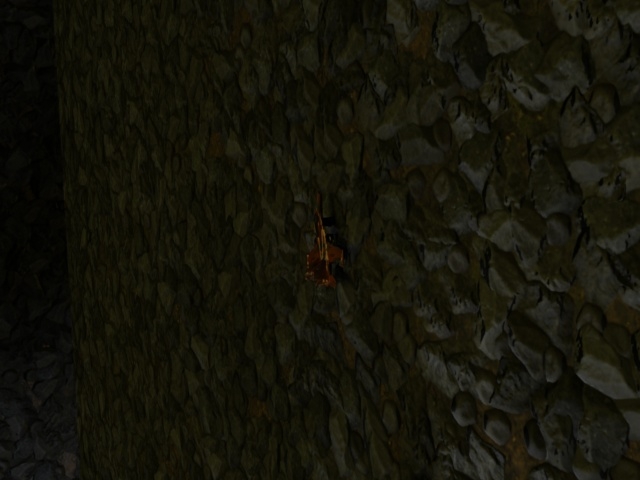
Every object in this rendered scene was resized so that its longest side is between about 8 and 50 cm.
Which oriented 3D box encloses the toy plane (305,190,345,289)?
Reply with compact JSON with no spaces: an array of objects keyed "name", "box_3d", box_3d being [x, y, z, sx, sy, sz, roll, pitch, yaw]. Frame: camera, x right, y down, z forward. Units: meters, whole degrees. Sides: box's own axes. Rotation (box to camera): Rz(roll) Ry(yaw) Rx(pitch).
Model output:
[{"name":"toy plane","box_3d":[0.010,0.001,1.605,0.135,0.062,0.188,-10,72,58]}]
